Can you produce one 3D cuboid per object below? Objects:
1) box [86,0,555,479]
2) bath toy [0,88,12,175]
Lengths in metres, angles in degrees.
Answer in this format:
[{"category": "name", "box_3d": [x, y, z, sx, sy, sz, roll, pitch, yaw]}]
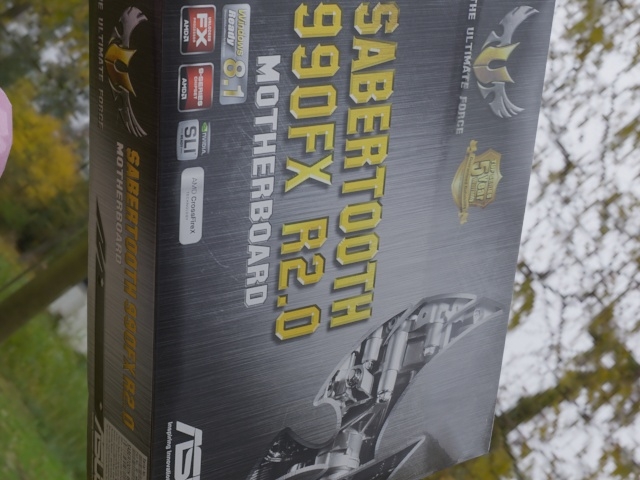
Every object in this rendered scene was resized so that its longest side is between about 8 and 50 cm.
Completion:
[{"category": "box", "box_3d": [0.000, 0.000, 0.453, 0.056, 0.183, 0.231, 29, -59, 48]}, {"category": "bath toy", "box_3d": [-0.154, -0.021, 0.298, 0.151, 0.348, 0.129, 8, 28, -30]}]
